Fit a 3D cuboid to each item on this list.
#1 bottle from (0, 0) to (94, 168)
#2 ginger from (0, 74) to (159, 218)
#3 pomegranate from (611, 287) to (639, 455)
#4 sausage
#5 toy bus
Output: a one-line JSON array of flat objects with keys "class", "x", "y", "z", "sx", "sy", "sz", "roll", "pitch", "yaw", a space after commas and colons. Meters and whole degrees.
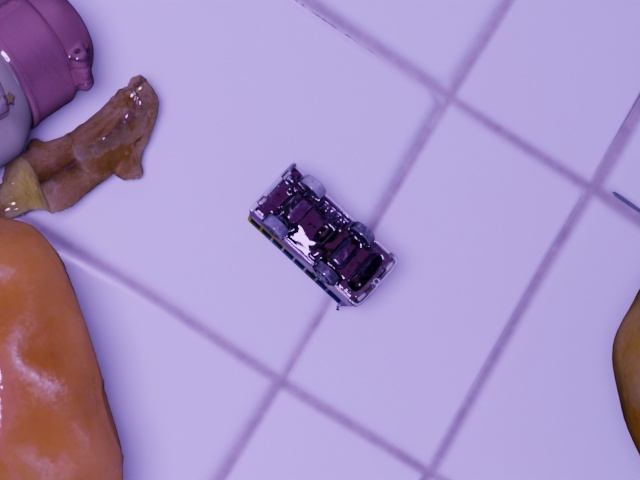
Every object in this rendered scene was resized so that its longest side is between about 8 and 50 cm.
[{"class": "bottle", "x": -0.252, "y": -0.082, "z": 0.879, "sx": 0.233, "sy": 0.110, "sz": 0.110, "roll": -40, "pitch": 94, "yaw": -22}, {"class": "ginger", "x": -0.165, "y": -0.057, "z": 0.936, "sx": 0.137, "sy": 0.044, "sz": 0.057, "roll": -35, "pitch": 75, "yaw": -14}, {"class": "pomegranate", "x": 0.362, "y": 0.080, "z": 0.887, "sx": 0.332, "sy": 0.332, "sz": 0.333, "roll": 1, "pitch": 85, "yaw": -12}, {"class": "sausage", "x": -0.208, "y": 0.098, "z": 0.870, "sx": 0.136, "sy": 0.120, "sz": 0.241, "roll": -18, "pitch": 88, "yaw": -12}, {"class": "toy bus", "x": 0.000, "y": 0.000, "z": 0.956, "sx": 0.102, "sy": 0.058, "sz": 0.052, "roll": 43, "pitch": 79, "yaw": 0}]
